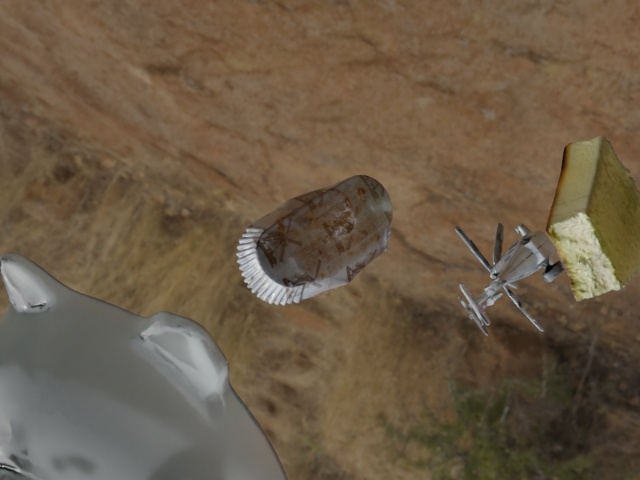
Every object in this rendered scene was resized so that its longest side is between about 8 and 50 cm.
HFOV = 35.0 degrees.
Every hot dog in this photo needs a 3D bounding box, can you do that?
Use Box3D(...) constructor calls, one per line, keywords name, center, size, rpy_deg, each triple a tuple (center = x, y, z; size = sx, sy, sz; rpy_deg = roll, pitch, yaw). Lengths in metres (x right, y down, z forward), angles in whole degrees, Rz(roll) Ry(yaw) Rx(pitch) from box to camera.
Box3D(name="hot dog", center=(0.000, 0.000, 1.443), size=(0.075, 0.268, 0.144), rpy_deg=(-31, 87, 55))

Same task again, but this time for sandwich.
Box3D(name="sandwich", center=(0.324, 0.003, 1.141), size=(0.058, 0.162, 0.193), rpy_deg=(-10, 137, 41))

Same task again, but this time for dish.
Box3D(name="dish", center=(-0.132, 0.128, 0.533), size=(0.228, 0.086, 0.236), rpy_deg=(21, 132, 22))

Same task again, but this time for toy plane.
Box3D(name="toy plane", center=(0.253, 0.029, 1.360), size=(0.273, 0.107, 0.182), rpy_deg=(8, -133, -58))
